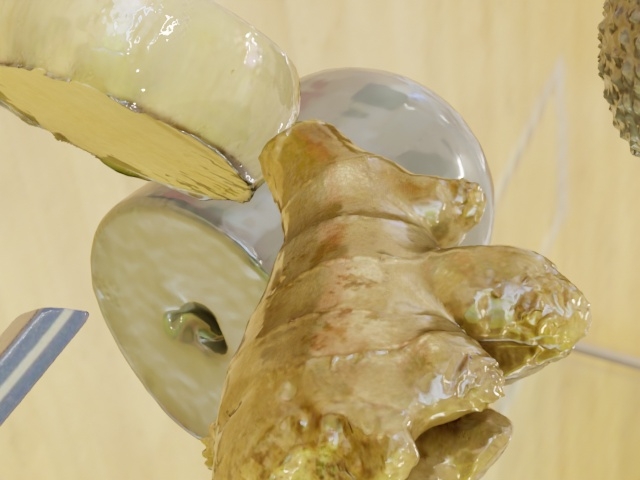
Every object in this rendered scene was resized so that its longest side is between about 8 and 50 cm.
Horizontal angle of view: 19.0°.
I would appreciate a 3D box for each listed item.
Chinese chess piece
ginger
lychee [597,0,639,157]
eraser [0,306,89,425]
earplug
[{"bbox_3d":[-0.141,-0.122,1.450,0.104,0.257,0.257,-69,160,-11],"label":"Chinese chess piece"},{"bbox_3d":[0.039,0.029,1.200,0.166,0.236,0.376,34,42,-34],"label":"ginger"},{"bbox_3d":[0.392,-0.184,1.796,0.300,0.300,0.300,15,90,-71],"label":"lychee"},{"bbox_3d":[-0.269,0.132,1.479,0.225,0.036,0.082,-52,-165,-21],"label":"eraser"},{"bbox_3d":[0.000,0.000,1.990,0.394,0.312,0.313,-40,143,-38],"label":"earplug"}]
